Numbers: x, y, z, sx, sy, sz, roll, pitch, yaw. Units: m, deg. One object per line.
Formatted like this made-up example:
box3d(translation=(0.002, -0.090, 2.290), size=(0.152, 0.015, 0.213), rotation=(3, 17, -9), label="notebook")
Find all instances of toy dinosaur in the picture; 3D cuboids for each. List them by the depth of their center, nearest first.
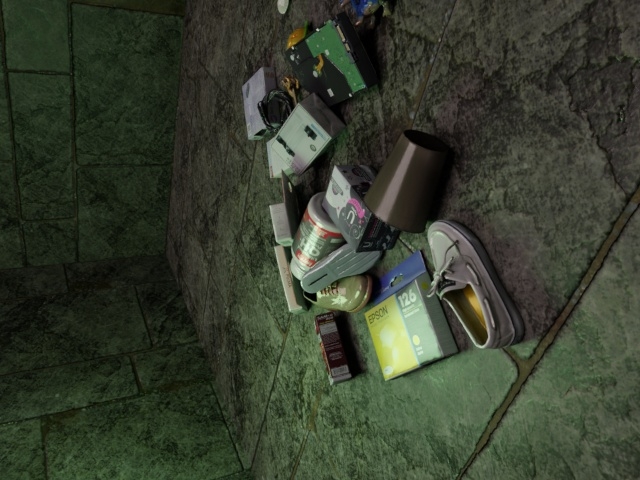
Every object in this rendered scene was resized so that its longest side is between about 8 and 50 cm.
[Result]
box3d(translation=(-0.102, -0.578, 2.075), size=(0.112, 0.064, 0.211), rotation=(91, 166, -50), label="toy dinosaur")

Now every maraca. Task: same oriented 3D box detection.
box3d(translation=(-0.068, -0.721, 1.942), size=(0.127, 0.099, 0.185), rotation=(124, 159, -46), label="maraca")

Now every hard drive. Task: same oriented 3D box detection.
box3d(translation=(0.029, -0.564, 1.724), size=(0.236, 0.064, 0.339), rotation=(60, 156, -14), label="hard drive")

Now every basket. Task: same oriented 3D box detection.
box3d(translation=(0.236, -0.168, 1.428), size=(0.204, 0.154, 0.226), rotation=(41, 127, 31), label="basket")

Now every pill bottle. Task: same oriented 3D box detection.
box3d(translation=(0.000, 0.000, 1.851), size=(0.176, 0.176, 0.318), rotation=(63, 145, 34), label="pill bottle")

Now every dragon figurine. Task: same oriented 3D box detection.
box3d(translation=(0.148, -0.717, 1.554), size=(0.289, 0.085, 0.143), rotation=(-19, 79, 62), label="dragon figurine")

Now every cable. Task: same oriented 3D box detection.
box3d(translation=(-0.176, -0.521, 2.169), size=(0.151, 0.047, 0.184), rotation=(-25, 77, 23), label="cable")

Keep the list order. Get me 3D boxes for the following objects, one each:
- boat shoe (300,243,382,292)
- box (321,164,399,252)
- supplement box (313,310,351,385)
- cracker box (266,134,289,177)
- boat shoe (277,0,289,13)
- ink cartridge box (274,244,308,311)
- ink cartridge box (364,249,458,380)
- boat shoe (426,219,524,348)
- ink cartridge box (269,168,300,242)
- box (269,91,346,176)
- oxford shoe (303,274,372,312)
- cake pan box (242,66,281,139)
box3d(translation=(0.063, 0.067, 1.736), size=(0.109, 0.302, 0.094), rotation=(55, -158, -21), label="boat shoe")
box3d(translation=(0.129, -0.103, 1.635), size=(0.247, 0.142, 0.163), rotation=(57, 141, 39), label="box")
box3d(translation=(0.041, 0.387, 1.910), size=(0.130, 0.073, 0.239), rotation=(96, 160, -69), label="supplement box")
box3d(translation=(-0.138, -0.352, 2.153), size=(0.232, 0.067, 0.155), rotation=(-14, 82, 60), label="cracker box")
box3d(translation=(-0.139, -0.954, 2.082), size=(0.046, 0.038, 0.125), rotation=(15, 121, 15), label="boat shoe")
box3d(translation=(-0.126, 0.144, 2.100), size=(0.239, 0.060, 0.275), rotation=(53, -158, -73), label="ink cartridge box")
box3d(translation=(0.241, 0.228, 1.570), size=(0.303, 0.072, 0.307), rotation=(-48, 56, 54), label="ink cartridge box")
box3d(translation=(0.328, 0.103, 1.295), size=(0.135, 0.157, 0.367), rotation=(-58, 46, 47), label="boat shoe")
box3d(translation=(-0.131, -0.108, 2.029), size=(0.296, 0.066, 0.261), rotation=(47, -147, -80), label="ink cartridge box")
box3d(translation=(-0.051, -0.368, 1.897), size=(0.169, 0.087, 0.290), rotation=(47, 147, -3), label="box")
box3d(translation=(0.053, 0.179, 1.807), size=(0.348, 0.130, 0.122), rotation=(-30, 49, 59), label="oxford shoe")
box3d(translation=(-0.261, -0.590, 2.338), size=(0.246, 0.070, 0.266), rotation=(-15, 81, 63), label="cake pan box")
